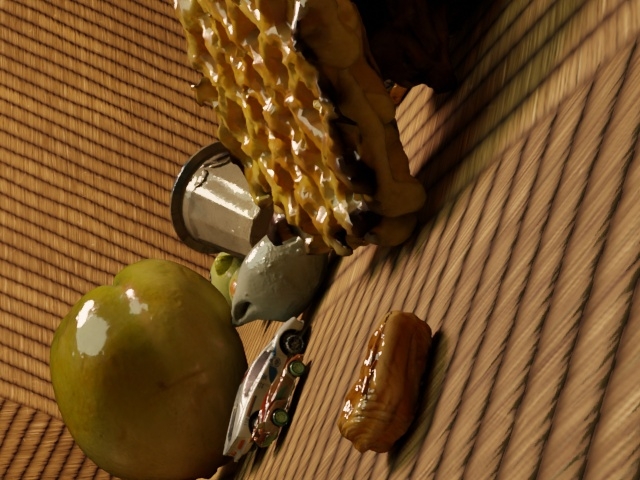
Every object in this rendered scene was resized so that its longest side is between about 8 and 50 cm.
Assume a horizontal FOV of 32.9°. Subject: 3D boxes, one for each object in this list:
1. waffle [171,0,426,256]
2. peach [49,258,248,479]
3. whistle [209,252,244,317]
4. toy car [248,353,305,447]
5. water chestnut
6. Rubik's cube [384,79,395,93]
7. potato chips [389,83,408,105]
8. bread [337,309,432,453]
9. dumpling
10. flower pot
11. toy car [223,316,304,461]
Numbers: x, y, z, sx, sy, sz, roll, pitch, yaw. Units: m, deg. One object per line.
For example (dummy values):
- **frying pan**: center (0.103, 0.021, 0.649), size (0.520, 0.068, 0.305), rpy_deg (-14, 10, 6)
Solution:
- **waffle**: center (-0.042, -0.158, 1.103), size (0.095, 0.379, 0.382), rpy_deg (-29, 16, -20)
- **peach**: center (-0.243, 0.193, 1.571), size (0.281, 0.315, 0.314), rpy_deg (-24, 2, -10)
- **whistle**: center (-0.131, 0.072, 1.947), size (0.294, 0.141, 0.141), rpy_deg (-160, 94, -83)
- **toy car**: center (-0.048, 0.185, 1.279), size (0.059, 0.035, 0.122), rpy_deg (117, 173, -56)
- **water chestnut**: center (0.065, -0.294, 1.225), size (0.335, 0.347, 0.335), rpy_deg (-33, -21, -14)
- **Rubik's cube**: center (0.082, -0.249, 1.585), size (0.093, 0.111, 0.111), rpy_deg (-1, 62, 55)
- **potato chips**: center (0.128, -0.239, 1.473), size (0.037, 0.026, 0.204), rpy_deg (-66, 5, -34)
- **bread**: center (0.047, 0.103, 0.782), size (0.083, 0.044, 0.110), rpy_deg (116, 176, -46)
- **dumpling**: center (-0.036, 0.049, 1.488), size (0.153, 0.108, 0.219), rpy_deg (6, -46, -51)
- **flower pot**: center (-0.115, -0.051, 1.864), size (0.203, 0.212, 0.212), rpy_deg (23, 88, 44)
- **toy car**: center (-0.073, 0.187, 1.393), size (0.095, 0.056, 0.205), rpy_deg (123, 169, -62)
